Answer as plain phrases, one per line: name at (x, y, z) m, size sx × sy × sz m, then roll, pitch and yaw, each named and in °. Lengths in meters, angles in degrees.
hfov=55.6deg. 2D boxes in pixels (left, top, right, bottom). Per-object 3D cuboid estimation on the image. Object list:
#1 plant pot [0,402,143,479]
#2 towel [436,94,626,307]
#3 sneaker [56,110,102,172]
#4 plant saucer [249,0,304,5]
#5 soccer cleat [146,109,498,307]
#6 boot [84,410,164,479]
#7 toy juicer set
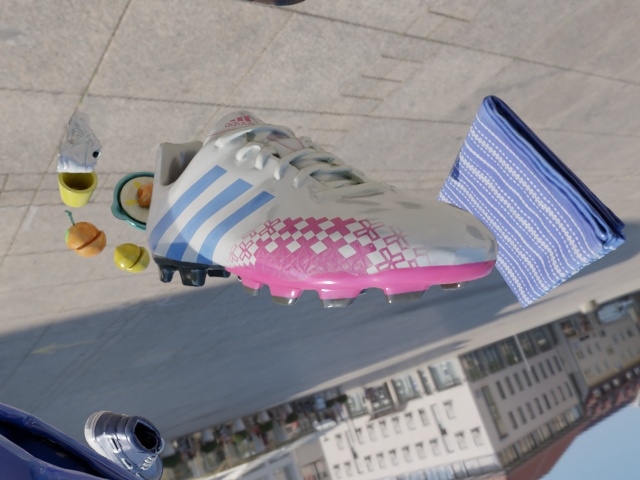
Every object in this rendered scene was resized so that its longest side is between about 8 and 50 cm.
plant pot at (-0.318, 0.271, 0.547) m, size 0.235 × 0.212 × 0.236 m, roll 19°, pitch 157°, yaw 23°
towel at (0.272, -0.036, 0.871) m, size 0.040 × 0.243 × 0.336 m, roll -34°, pitch 164°, yaw -12°
sneaker at (-0.384, -0.155, 0.983) m, size 0.061 × 0.152 × 0.054 m, roll 10°, pitch 130°, yaw -19°
plant saucer at (-0.144, -0.625, 1.301) m, size 0.310 × 0.311 × 0.050 m, roll -11°, pitch 154°, yaw -29°
soccer cleat at (-0.030, -0.032, 0.454) m, size 0.331 × 0.143 × 0.116 m, roll 1°, pitch -176°, yaw 42°
boot at (-0.270, 0.324, 0.920) m, size 0.086 × 0.069 × 0.190 m, roll -3°, pitch 137°, yaw 22°
toy juicer set at (-0.321, -0.042, 1.151) m, size 0.328 × 0.209 × 0.089 m, roll 3°, pitch 147°, yaw -27°
